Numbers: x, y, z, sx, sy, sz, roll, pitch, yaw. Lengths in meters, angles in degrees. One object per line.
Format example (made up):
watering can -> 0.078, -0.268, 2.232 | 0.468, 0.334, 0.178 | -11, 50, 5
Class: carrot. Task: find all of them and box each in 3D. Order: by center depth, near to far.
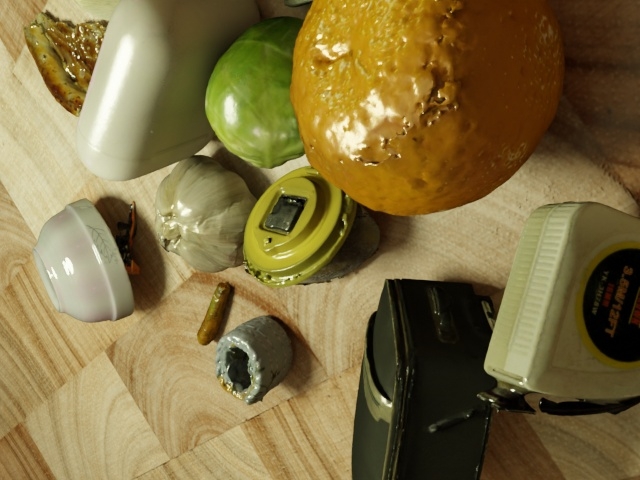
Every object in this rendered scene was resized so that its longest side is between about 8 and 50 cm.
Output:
carrot -> -0.225, 0.155, 1.431 | 0.042, 0.042, 0.171 | 36, 123, 21

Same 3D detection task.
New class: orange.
orange -> 0.133, -0.198, 0.835 | 0.340, 0.293, 0.341 | -10, 76, 48

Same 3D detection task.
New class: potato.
potato -> 0.002, -0.002, 1.178 | 0.261, 0.100, 0.120 | -23, 133, 27

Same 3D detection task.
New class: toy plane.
toy plane -> -0.442, 0.003, 1.519 | 0.135, 0.062, 0.188 | 34, 126, 51

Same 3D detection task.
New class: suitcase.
suitcase -> 0.150, 0.274, 1.031 | 0.194, 0.283, 0.434 | 5, 114, 0

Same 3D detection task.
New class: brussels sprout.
brussels sprout -> -0.069, -0.224, 1.041 | 0.244, 0.244, 0.244 | 15, 116, 33

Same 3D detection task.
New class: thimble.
thimble -> -0.130, 0.233, 1.336 | 0.127, 0.118, 0.151 | 31, 123, 24

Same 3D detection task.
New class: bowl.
bowl -> -0.540, 0.062, 1.505 | 0.287, 0.144, 0.287 | 39, 141, 42

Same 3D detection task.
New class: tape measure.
tape measure -> 0.336, 0.106, 0.840 | 0.133, 0.231, 0.271 | -3, 67, 71

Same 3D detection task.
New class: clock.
clock -> -0.048, -0.037, 1.110 | 0.237, 0.237, 0.057 | -5, 148, 39

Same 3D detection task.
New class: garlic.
garlic -> -0.222, -0.044, 1.273 | 0.228, 0.152, 0.228 | 10, 109, 32

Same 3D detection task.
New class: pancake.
pancake -> -0.526, -0.399, 1.424 | 0.244, 0.057, 0.266 | -28, 89, 40

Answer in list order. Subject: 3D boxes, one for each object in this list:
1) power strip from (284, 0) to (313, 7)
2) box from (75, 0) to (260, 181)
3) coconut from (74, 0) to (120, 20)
power strip -> -0.033, -0.456, 1.037 | 0.081, 0.035, 0.192 | 0, 108, 38
box -> -0.250, -0.262, 1.113 | 0.141, 0.288, 0.349 | 41, 128, 10
coconut -> -0.336, -0.490, 1.123 | 0.266, 0.237, 0.237 | 40, 127, 16
